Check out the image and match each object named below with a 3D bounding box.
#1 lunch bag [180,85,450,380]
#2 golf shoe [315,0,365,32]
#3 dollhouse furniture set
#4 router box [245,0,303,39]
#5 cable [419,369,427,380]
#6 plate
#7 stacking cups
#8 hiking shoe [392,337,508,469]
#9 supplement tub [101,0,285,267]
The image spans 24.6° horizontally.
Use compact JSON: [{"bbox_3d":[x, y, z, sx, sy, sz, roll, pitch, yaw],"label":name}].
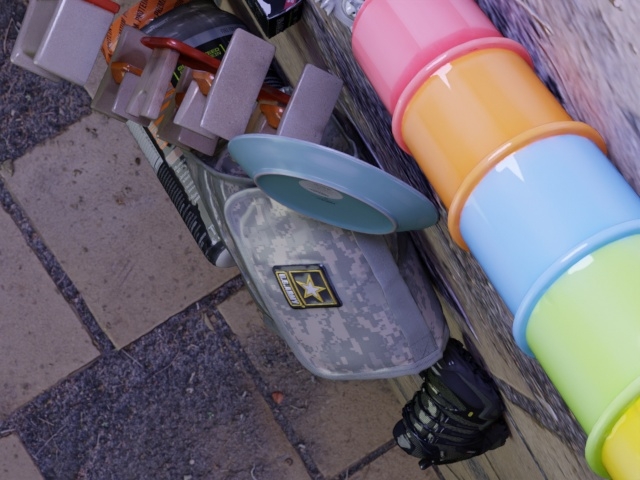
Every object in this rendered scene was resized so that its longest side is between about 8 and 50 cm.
[{"bbox_3d":[0.000,0.000,1.477,0.235,0.169,0.287,64,167,-24],"label":"lunch bag"},{"bbox_3d":[0.006,-0.190,0.751,0.176,0.069,0.086,63,-164,-15],"label":"golf shoe"},{"bbox_3d":[-0.134,-0.172,1.333,0.259,0.135,0.262,23,176,-30],"label":"dollhouse furniture set"},{"bbox_3d":[-0.060,-0.242,1.271,0.122,0.038,0.092,59,176,0],"label":"router box"},{"bbox_3d":[0.121,0.110,1.711,0.184,0.047,0.150,-122,8,-61],"label":"cable"},{"bbox_3d":[0.007,-0.040,1.229,0.188,0.024,0.188,20,168,4],"label":"plate"},{"bbox_3d":[0.100,0.000,0.624,0.316,0.096,0.096,57,176,33],"label":"stacking cups"},{"bbox_3d":[0.132,0.189,1.565,0.086,0.114,0.227,56,175,35],"label":"hiking shoe"},{"bbox_3d":[-0.127,-0.143,1.787,0.316,0.193,0.193,59,177,10],"label":"supplement tub"}]
